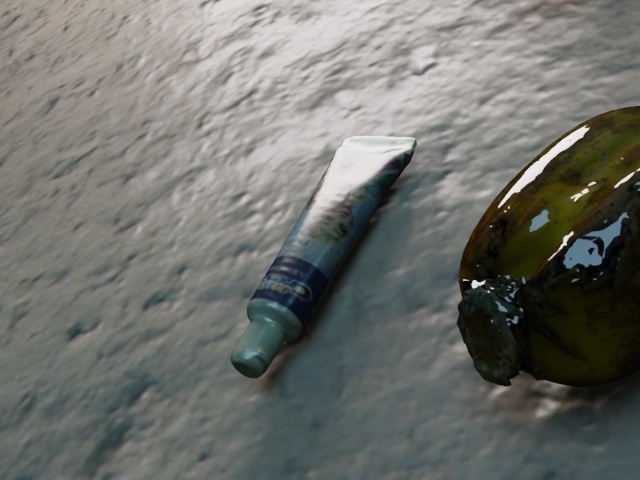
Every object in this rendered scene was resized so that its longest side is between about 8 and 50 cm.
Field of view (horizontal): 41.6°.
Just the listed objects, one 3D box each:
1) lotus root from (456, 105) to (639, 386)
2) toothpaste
[{"bbox_3d":[0.155,-0.002,0.441,0.209,0.120,0.120,-38,47,-14],"label":"lotus root"},{"bbox_3d":[0.000,0.000,0.555,0.062,0.037,0.216,8,49,29],"label":"toothpaste"}]
